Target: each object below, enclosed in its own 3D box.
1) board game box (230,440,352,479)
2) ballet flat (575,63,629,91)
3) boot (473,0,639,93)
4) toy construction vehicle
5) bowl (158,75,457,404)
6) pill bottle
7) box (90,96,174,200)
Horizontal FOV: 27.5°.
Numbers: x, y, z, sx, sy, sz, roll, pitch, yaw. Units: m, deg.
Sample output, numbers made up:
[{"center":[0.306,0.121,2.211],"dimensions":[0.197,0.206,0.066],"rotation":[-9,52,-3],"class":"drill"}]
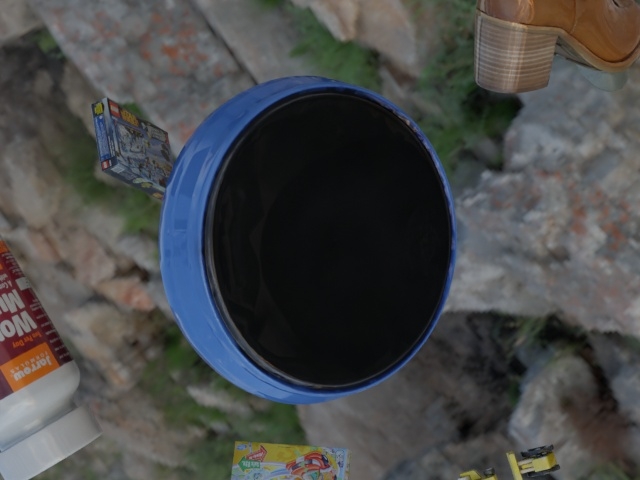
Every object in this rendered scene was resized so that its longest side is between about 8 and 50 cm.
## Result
[{"center":[-0.040,0.315,1.681],"dimensions":[0.154,0.103,0.026],"rotation":[0,164,18],"class":"board game box"},{"center":[0.363,-0.287,1.762],"dimensions":[0.213,0.072,0.068],"rotation":[57,175,-19],"class":"ballet flat"},{"center":[0.181,-0.192,0.900],"dimensions":[0.073,0.197,0.152],"rotation":[24,122,31],"class":"boot"},{"center":[0.177,0.240,1.208],"dimensions":[0.098,0.035,0.086],"rotation":[-16,89,22],"class":"toy construction vehicle"},{"center":[0.000,0.000,1.537],"dimensions":[0.077,0.391,0.391],"rotation":[1,124,57],"class":"bowl"},{"center":[-0.303,0.112,1.231],"dimensions":[0.221,0.121,0.121],"rotation":[59,152,1],"class":"pill bottle"},{"center":[-0.228,-0.111,1.619],"dimensions":[0.137,0.027,0.094],"rotation":[30,-136,-59],"class":"box"}]
